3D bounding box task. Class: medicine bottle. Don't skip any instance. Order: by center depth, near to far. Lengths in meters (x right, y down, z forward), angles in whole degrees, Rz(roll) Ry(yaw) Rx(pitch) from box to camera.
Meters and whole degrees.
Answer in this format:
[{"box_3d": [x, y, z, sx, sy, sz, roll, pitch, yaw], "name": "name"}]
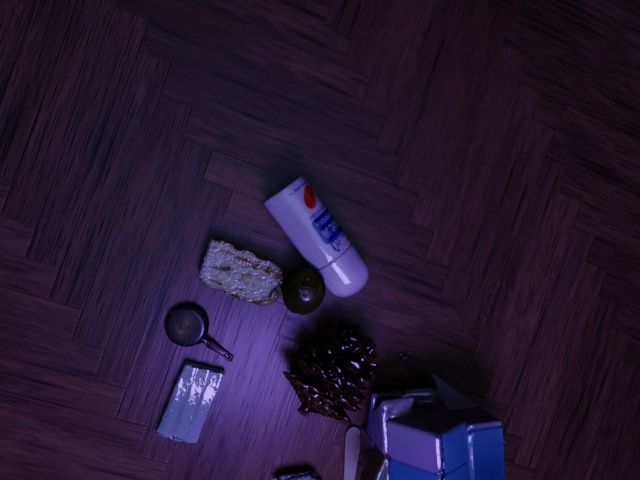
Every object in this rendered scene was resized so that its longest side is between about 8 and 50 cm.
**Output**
[{"box_3d": [0.000, 0.000, 1.298, 0.130, 0.130, 0.341, -37, 100, -6], "name": "medicine bottle"}]

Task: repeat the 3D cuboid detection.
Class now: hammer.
[{"box_3d": [0.328, 0.440, 1.446, 0.125, 0.027, 0.297, -39, 100, -11], "name": "hammer"}]

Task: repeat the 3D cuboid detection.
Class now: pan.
[{"box_3d": [-0.315, 0.257, 1.302, 0.212, 0.040, 0.115, 43, 91, -10], "name": "pan"}]

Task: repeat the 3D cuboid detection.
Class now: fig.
[{"box_3d": [-0.055, 0.147, 1.284, 0.117, 0.177, 0.117, 13, 49, -16], "name": "fig"}]

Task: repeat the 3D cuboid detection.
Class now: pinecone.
[{"box_3d": [0.039, 0.344, 1.290, 0.272, 0.224, 0.224, -45, 101, -17], "name": "pinecone"}]

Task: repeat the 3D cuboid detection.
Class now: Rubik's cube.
[{"box_3d": [0.282, 0.556, 1.270, 0.358, 0.368, 0.387, -1, 89, -12], "name": "Rubik's cube"}]

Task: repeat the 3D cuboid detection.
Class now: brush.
[{"box_3d": [0.081, 0.697, 1.420, 0.085, 0.020, 0.336, 6, 92, -11], "name": "brush"}]

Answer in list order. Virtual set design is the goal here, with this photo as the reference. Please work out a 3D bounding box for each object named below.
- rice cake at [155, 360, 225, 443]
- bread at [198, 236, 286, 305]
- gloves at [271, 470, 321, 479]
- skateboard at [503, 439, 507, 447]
[{"box_3d": [-0.344, 0.431, 1.309, 0.124, 0.038, 0.211, 18, 91, -12], "name": "rice cake"}, {"box_3d": [-0.206, 0.087, 1.291, 0.232, 0.088, 0.128, 23, 81, -5], "name": "bread"}, {"box_3d": [-0.060, 0.690, 1.367, 0.153, 0.070, 0.114, 9, 84, -18], "name": "gloves"}, {"box_3d": [0.510, 0.586, 1.462, 0.064, 0.083, 0.032, -22, 98, -8], "name": "skateboard"}]
